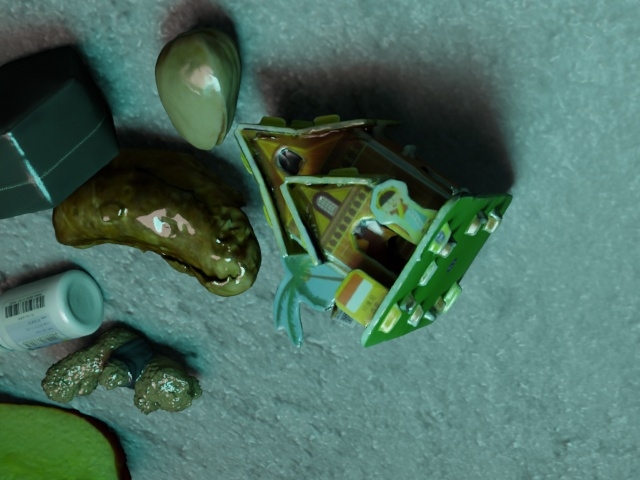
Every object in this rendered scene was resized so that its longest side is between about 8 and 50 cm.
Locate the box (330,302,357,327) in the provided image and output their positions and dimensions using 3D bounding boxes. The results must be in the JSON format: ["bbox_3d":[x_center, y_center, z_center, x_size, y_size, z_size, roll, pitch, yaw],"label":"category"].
[{"bbox_3d":[0.070,0.038,1.842,0.041,0.050,0.207,23,133,-6],"label":"box"}]

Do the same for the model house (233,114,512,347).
[{"bbox_3d":[0.000,0.000,1.637,0.323,0.300,0.340,36,104,16],"label":"model house"}]

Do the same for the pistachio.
[{"bbox_3d":[-0.149,-0.192,1.686,0.126,0.108,0.185,50,156,27],"label":"pistachio"}]

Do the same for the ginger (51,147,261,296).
[{"bbox_3d":[-0.213,-0.040,1.793,0.321,0.172,0.165,16,174,25],"label":"ginger"}]

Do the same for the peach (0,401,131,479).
[{"bbox_3d":[-0.488,0.414,2.218,0.361,0.258,0.201,20,127,-1],"label":"peach"}]

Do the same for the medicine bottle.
[{"bbox_3d":[-0.431,0.113,2.052,0.186,0.103,0.103,-17,121,30],"label":"medicine bottle"}]

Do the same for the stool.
[{"bbox_3d":[-0.380,-0.140,1.749,0.232,0.232,0.141,-11,125,28],"label":"stool"}]

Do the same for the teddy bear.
[{"bbox_3d":[-0.308,0.200,2.072,0.251,0.182,0.129,7,94,16],"label":"teddy bear"}]
